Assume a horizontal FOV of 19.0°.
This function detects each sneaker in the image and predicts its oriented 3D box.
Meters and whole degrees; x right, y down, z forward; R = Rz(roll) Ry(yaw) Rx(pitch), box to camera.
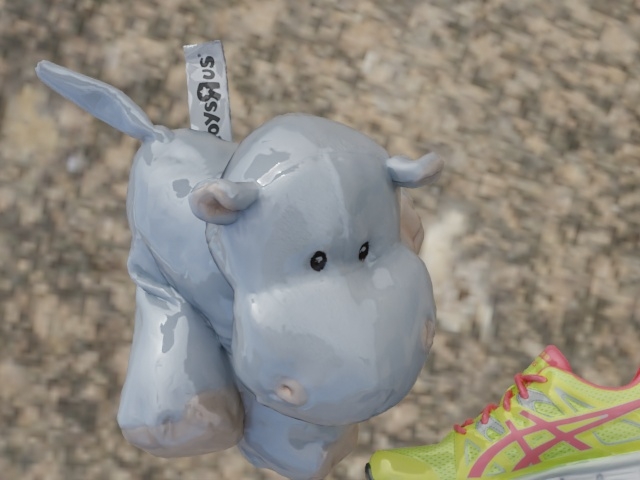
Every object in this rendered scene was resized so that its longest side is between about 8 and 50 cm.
[{"bbox_3d":[0.128,0.113,1.161,0.208,0.081,0.094,-8,88,1],"label":"sneaker"}]

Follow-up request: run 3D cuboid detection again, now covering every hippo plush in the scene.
[{"bbox_3d":[0.000,0.000,1.149,0.236,0.234,0.294,-15,86,62],"label":"hippo plush"}]
